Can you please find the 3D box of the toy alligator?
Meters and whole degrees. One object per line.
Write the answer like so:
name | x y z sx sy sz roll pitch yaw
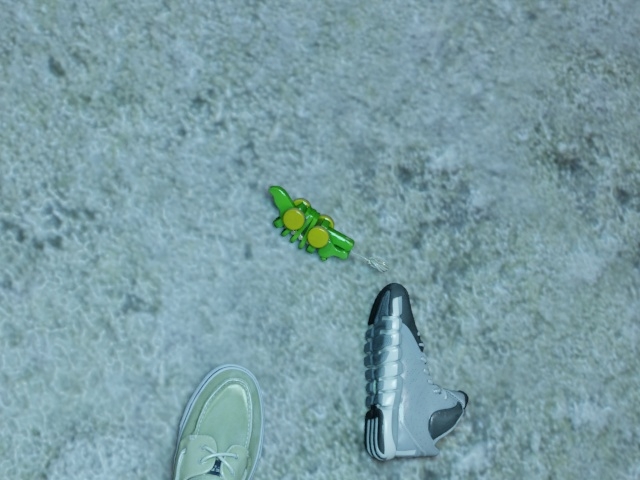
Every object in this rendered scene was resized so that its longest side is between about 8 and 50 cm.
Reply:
toy alligator | 0.000 0.000 2.064 0.189 0.056 0.051 36 111 -4

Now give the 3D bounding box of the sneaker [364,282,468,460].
sneaker | 0.129 0.173 2.039 0.132 0.086 0.229 6 84 -18

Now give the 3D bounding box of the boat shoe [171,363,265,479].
boat shoe | -0.131 0.294 1.922 0.109 0.094 0.302 17 72 -10
